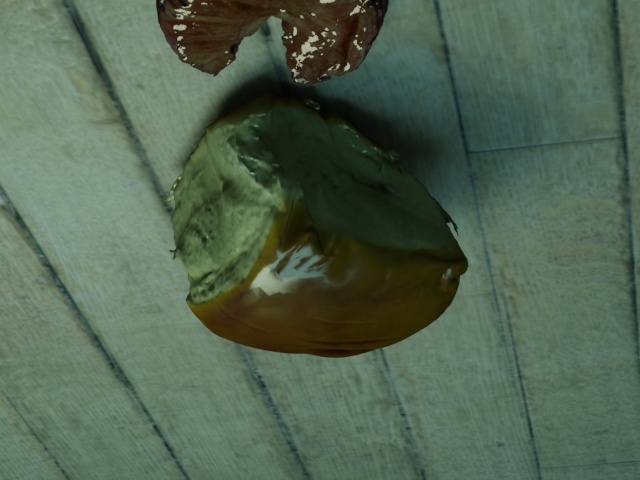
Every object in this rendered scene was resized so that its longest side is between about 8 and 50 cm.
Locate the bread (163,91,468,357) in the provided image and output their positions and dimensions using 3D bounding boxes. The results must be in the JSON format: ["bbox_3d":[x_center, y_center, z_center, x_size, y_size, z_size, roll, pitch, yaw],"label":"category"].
[{"bbox_3d":[0.000,0.000,1.866,0.279,0.224,0.250,10,149,-25],"label":"bread"}]

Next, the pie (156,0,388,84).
[{"bbox_3d":[-0.045,-0.216,1.669,0.219,0.054,0.204,0,150,-1],"label":"pie"}]
